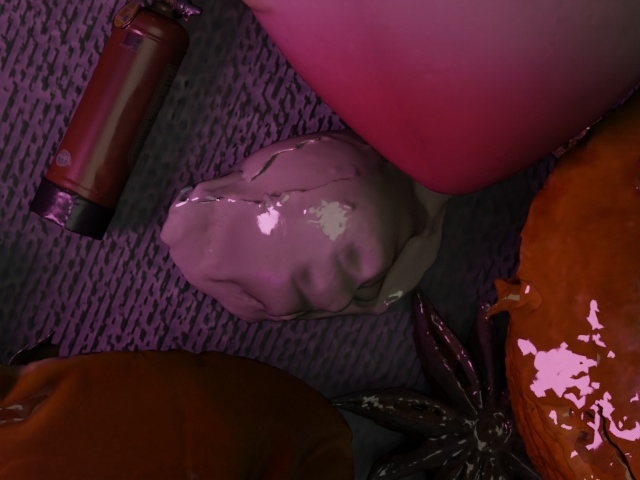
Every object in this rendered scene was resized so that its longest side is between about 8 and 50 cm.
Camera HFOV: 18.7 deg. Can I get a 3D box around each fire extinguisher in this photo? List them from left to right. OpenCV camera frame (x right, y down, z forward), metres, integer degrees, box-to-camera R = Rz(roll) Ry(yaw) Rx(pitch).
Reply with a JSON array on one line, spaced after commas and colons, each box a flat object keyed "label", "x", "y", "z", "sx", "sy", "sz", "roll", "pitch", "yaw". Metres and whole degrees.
[{"label": "fire extinguisher", "x": -0.122, "y": -0.090, "z": 1.182, "sx": 0.062, "sy": 0.050, "sz": 0.177, "roll": 25, "pitch": 92, "yaw": 30}]

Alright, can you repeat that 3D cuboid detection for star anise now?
[{"label": "star anise", "x": 0.102, "y": 0.114, "z": 1.222, "sx": 0.195, "sy": 0.065, "sz": 0.182, "roll": -42, "pitch": 94, "yaw": -2}]

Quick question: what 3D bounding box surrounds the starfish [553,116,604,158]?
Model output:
[{"label": "starfish", "x": 0.179, "y": -0.059, "z": 1.236, "sx": 0.086, "sy": 0.016, "sz": 0.092, "roll": -22, "pitch": 95, "yaw": -6}]

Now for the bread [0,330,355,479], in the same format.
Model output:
[{"label": "bread", "x": -0.119, "y": 0.196, "z": 1.118, "sx": 0.250, "sy": 0.225, "sz": 0.279, "roll": 8, "pitch": 87, "yaw": -17}]

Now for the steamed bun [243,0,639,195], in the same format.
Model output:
[{"label": "steamed bun", "x": 0.081, "y": -0.168, "z": 1.073, "sx": 0.309, "sy": 0.309, "sz": 0.309, "roll": -1, "pitch": 96, "yaw": -7}]

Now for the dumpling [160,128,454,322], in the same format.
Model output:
[{"label": "dumpling", "x": 0.000, "y": 0.000, "z": 1.181, "sx": 0.188, "sy": 0.108, "sz": 0.127, "roll": -15, "pitch": 118, "yaw": -7}]

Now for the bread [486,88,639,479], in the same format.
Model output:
[{"label": "bread", "x": 0.282, "y": 0.051, "z": 1.136, "sx": 0.358, "sy": 0.204, "sz": 0.336, "roll": -29, "pitch": 85, "yaw": -14}]
